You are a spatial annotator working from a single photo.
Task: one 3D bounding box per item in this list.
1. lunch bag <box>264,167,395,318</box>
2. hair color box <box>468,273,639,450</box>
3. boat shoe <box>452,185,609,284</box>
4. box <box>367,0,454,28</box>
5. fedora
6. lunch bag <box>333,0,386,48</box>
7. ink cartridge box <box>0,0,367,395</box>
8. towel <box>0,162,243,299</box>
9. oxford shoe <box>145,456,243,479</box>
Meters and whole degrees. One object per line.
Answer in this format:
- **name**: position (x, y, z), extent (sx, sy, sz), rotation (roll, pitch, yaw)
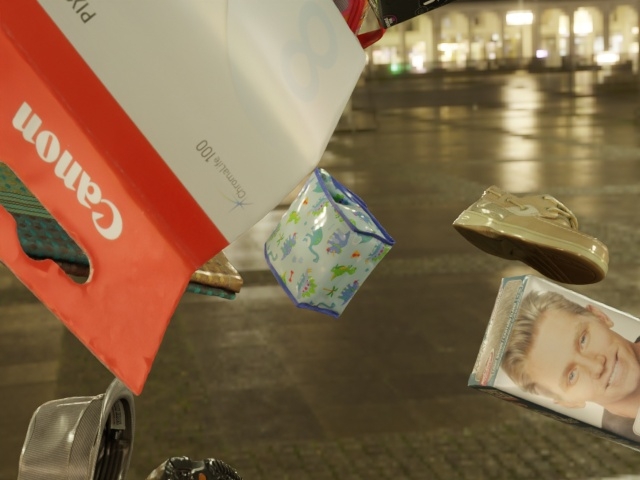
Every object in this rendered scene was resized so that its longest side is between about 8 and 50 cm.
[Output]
- **lunch bag**: position (0.000, 0.000, 1.426), extent (0.096, 0.129, 0.151), rotation (21, 22, -44)
- **hair color box**: position (0.409, 0.191, 1.685), extent (0.347, 0.174, 0.105), rotation (21, -10, -11)
- **boat shoe**: position (0.294, -0.019, 1.572), extent (0.109, 0.098, 0.302), rotation (40, -8, -24)
- **box**: position (0.083, -0.244, 1.062), extent (0.083, 0.052, 0.062), rotation (-22, -33, -4)
- **fedora**: position (-0.352, 0.309, 1.644), extent (0.124, 0.244, 0.275), rotation (8, 16, 3)
- **lunch bag**: position (-0.022, -0.356, 1.681), extent (0.258, 0.120, 0.293), rotation (28, -28, 2)
- **ink cartridge box**: position (-0.120, -0.125, 0.887), extent (0.091, 0.308, 0.385), rotation (-7, 45, 33)
- **towel**: position (-0.261, -0.070, 1.174), extent (0.271, 0.040, 0.370), rotation (11, 28, -40)
- **oxford shoe**: position (-0.204, 0.407, 1.893), extent (0.096, 0.083, 0.227), rotation (-35, -38, 25)
